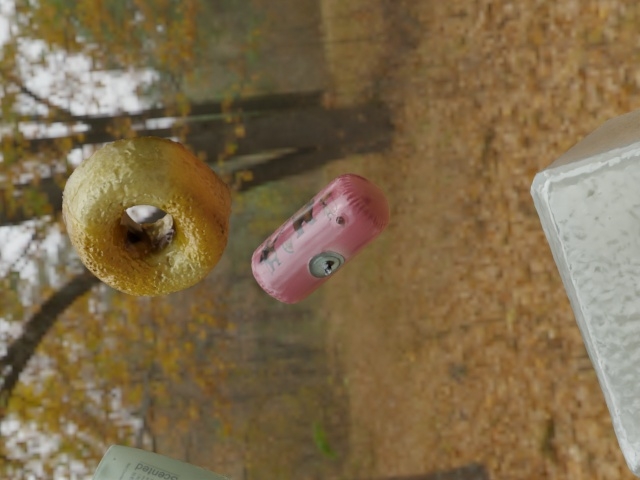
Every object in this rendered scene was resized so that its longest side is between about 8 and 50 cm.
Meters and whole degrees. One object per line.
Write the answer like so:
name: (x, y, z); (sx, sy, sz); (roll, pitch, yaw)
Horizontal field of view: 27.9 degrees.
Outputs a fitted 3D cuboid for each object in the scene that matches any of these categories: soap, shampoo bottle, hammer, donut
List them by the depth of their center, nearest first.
soap: (0.149, 0.008, 0.525); (0.121, 0.063, 0.183); (69, -157, -3)
hammer: (0.000, 0.000, 0.682); (0.043, 0.083, 0.043); (39, -153, -24)
shampoo bottle: (-0.098, 0.232, 1.101); (0.072, 0.212, 0.049); (-66, -27, -25)
donut: (-0.177, -0.016, 1.345); (0.075, 0.174, 0.190); (-107, -4, -46)
